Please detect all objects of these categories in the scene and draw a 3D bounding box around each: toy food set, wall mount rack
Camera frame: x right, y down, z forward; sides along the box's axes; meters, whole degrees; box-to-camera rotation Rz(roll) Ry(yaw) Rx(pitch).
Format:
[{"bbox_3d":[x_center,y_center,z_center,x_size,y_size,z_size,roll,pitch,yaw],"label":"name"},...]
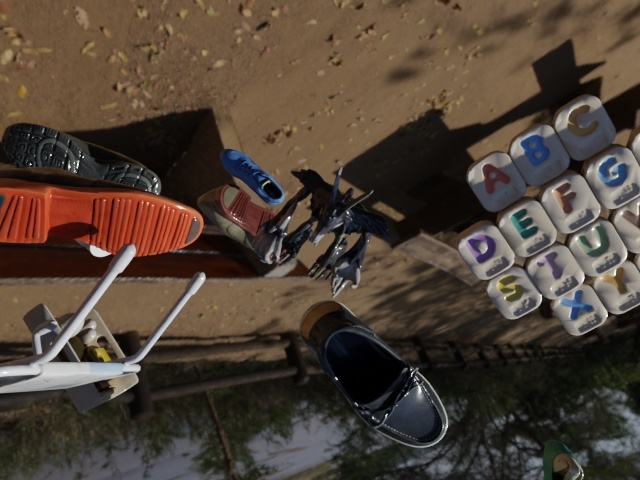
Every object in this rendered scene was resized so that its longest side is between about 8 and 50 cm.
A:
[{"bbox_3d":[-0.496,0.237,1.162,0.092,0.219,0.306,-34,175,-8],"label":"toy food set"},{"bbox_3d":[-0.331,0.123,0.736,0.304,0.130,0.350,-15,165,8],"label":"wall mount rack"}]

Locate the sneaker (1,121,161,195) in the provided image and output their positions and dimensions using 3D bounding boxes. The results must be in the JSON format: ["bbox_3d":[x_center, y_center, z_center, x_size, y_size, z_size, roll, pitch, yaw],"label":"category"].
[{"bbox_3d":[-0.460,-0.145,1.043,0.286,0.130,0.109,24,99,-29],"label":"sneaker"}]

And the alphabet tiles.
[{"bbox_3d":[0.320,-0.019,0.655,0.284,0.278,0.021,-33,-166,16],"label":"alphabet tiles"}]

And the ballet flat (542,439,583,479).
[{"bbox_3d":[0.519,0.522,1.127,0.083,0.247,0.087,21,135,5],"label":"ballet flat"}]

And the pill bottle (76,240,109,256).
[{"bbox_3d":[-0.678,-0.058,1.559,0.121,0.221,0.121,-38,152,-24],"label":"pill bottle"}]

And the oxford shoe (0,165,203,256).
[{"bbox_3d":[-0.282,-0.049,0.670,0.271,0.098,0.097,10,122,-31],"label":"oxford shoe"}]

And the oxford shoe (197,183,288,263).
[{"bbox_3d":[-0.219,-0.044,1.597,0.130,0.123,0.348,-6,140,35],"label":"oxford shoe"}]

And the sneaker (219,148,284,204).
[{"bbox_3d":[-0.180,-0.177,1.440,0.069,0.209,0.082,-51,-171,-12],"label":"sneaker"}]

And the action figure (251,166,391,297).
[{"bbox_3d":[0.000,0.000,0.774,0.141,0.164,0.275,-60,179,-18],"label":"action figure"}]

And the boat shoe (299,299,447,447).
[{"bbox_3d":[0.142,0.346,1.283,0.187,0.500,0.156,-43,-161,-3],"label":"boat shoe"}]
